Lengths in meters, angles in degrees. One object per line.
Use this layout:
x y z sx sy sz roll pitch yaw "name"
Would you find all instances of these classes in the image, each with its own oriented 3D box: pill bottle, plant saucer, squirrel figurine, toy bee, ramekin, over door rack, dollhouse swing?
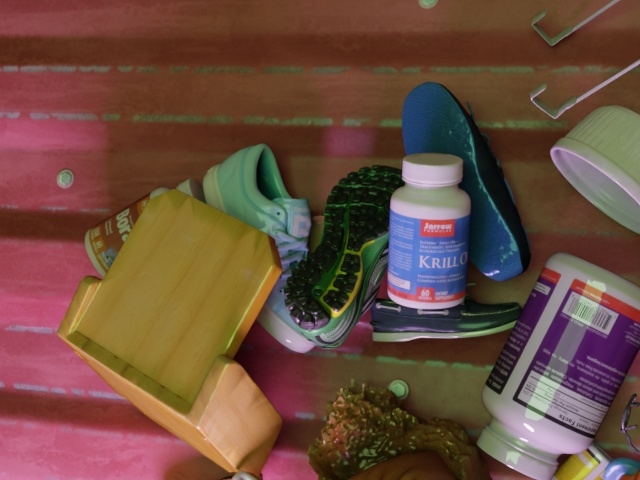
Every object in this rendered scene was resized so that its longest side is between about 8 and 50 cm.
-0.292 -0.017 2.053 0.216 0.121 0.121 -30 75 13 "pill bottle"
0.000 0.000 2.009 0.083 0.015 0.083 -2 82 19 "plant saucer"
0.052 0.417 1.811 0.371 0.281 0.397 -7 37 32 "squirrel figurine"
0.473 0.385 1.691 0.162 0.298 0.195 22 57 18 "toy bee"
0.394 0.366 1.806 0.116 0.065 0.065 -47 72 7 "pill bottle"
0.460 -0.111 1.775 0.207 0.207 0.109 40 86 18 "ramekin"
0.484 -0.309 1.780 0.324 0.108 0.239 -22 33 25 "over door rack"
-0.193 0.148 1.935 0.347 0.315 0.305 25 69 36 "dollhouse swing"
0.166 -0.017 1.795 0.124 0.124 0.221 6 108 19 "pill bottle"
0.363 0.192 1.777 0.182 0.181 0.322 27 93 19 "pill bottle"

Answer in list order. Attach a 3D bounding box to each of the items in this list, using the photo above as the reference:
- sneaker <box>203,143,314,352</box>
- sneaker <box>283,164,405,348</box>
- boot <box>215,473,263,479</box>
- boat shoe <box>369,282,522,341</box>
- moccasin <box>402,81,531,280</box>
-0.072 0.003 1.954 0.150 0.135 0.365 -36 73 32 "sneaker"
0.053 0.020 1.901 0.134 0.146 0.343 23 64 23 "sneaker"
-0.170 0.488 1.975 0.213 0.077 0.165 -23 76 20 "boot"
0.200 0.115 1.890 0.255 0.095 0.079 -7 93 27 "boat shoe"
0.231 -0.090 1.895 0.138 0.117 0.341 -24 81 27 "moccasin"
